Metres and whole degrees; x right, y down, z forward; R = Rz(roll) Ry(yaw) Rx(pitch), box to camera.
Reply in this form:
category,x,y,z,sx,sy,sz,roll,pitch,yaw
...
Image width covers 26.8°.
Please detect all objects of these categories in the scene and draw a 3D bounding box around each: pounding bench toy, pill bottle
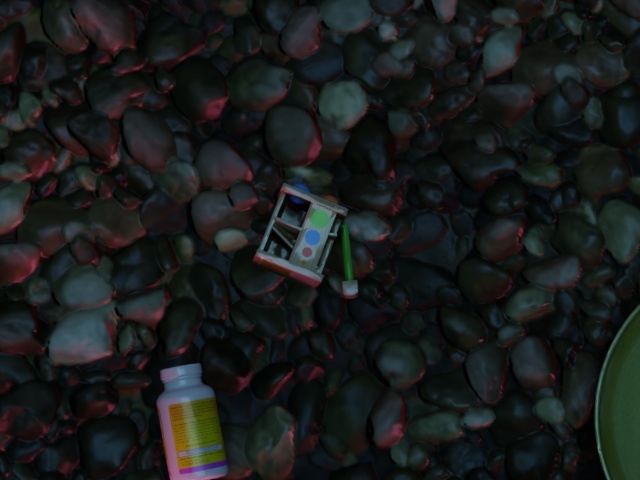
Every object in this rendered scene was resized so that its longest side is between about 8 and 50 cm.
category,x,y,z,sx,sy,sz,roll,pitch,yaw
pounding bench toy,0.000,0.000,0.996,0.083,0.052,0.065,22,80,-2
pill bottle,-0.094,0.132,0.973,0.043,0.043,0.083,-10,84,-7

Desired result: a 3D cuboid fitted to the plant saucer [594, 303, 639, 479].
category,x,y,z,sx,sy,sz,roll,pitch,yaw
plant saucer,0.320,0.137,1.015,0.241,0.037,0.241,1,82,-5
